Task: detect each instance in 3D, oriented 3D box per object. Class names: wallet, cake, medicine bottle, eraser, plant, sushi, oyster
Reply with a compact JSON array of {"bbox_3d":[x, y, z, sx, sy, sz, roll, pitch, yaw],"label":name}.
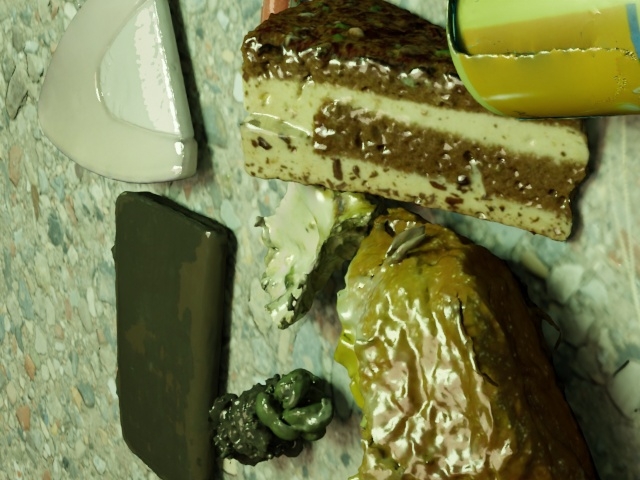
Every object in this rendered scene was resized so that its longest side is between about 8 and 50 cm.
[{"bbox_3d":[-0.153,0.107,1.148,0.165,0.042,0.310,27,121,45],"label":"wallet"},{"bbox_3d":[0.076,-0.096,0.788,0.246,0.135,0.112,12,123,20],"label":"cake"},{"bbox_3d":[0.185,-0.120,0.571,0.238,0.124,0.124,6,104,51],"label":"medicine bottle"},{"bbox_3d":[-0.209,-0.148,1.136,0.243,0.059,0.204,-9,93,50],"label":"eraser"},{"bbox_3d":[-0.038,0.153,0.985,0.085,0.087,0.174,45,147,-6],"label":"plant"},{"bbox_3d":[0.084,0.119,0.751,0.179,0.167,0.296,-27,83,29],"label":"sushi"},{"bbox_3d":[-0.002,-0.004,0.901,0.209,0.071,0.133,111,157,-48],"label":"oyster"}]

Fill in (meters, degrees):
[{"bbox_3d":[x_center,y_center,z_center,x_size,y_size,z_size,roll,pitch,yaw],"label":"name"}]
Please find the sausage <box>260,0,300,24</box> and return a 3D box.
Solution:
[{"bbox_3d":[-0.028,-0.223,0.897,0.034,0.034,0.253,32,124,44],"label":"sausage"}]
